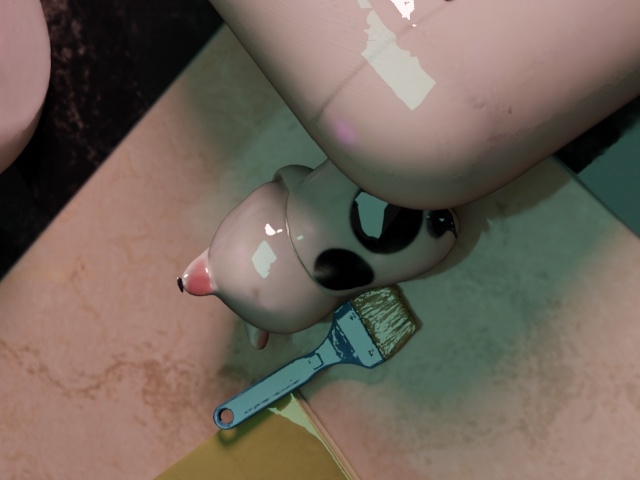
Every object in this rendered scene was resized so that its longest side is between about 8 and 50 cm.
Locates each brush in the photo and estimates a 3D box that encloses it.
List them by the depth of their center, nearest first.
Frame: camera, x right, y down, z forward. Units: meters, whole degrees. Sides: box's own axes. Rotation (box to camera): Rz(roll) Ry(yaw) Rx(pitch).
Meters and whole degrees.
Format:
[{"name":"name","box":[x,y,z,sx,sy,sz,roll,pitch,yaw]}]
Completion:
[{"name":"brush","box":[-0.007,0.089,0.803,0.164,0.014,0.051,-32,80,6]}]

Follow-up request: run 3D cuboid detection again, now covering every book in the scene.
[{"name":"book","box":[-0.034,0.228,0.821,0.168,0.013,0.192,-37,81,13]}]

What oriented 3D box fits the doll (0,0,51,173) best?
[{"name":"doll","box":[-0.322,-0.134,0.816,0.221,0.221,0.251,-11,61,15]}]

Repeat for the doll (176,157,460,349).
[{"name":"doll","box":[0.006,-0.005,0.762,0.180,0.107,0.110,-25,127,21]}]

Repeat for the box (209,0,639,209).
[{"name":"box","box":[0.059,-0.206,0.688,0.288,0.141,0.349,-33,80,-22]}]
